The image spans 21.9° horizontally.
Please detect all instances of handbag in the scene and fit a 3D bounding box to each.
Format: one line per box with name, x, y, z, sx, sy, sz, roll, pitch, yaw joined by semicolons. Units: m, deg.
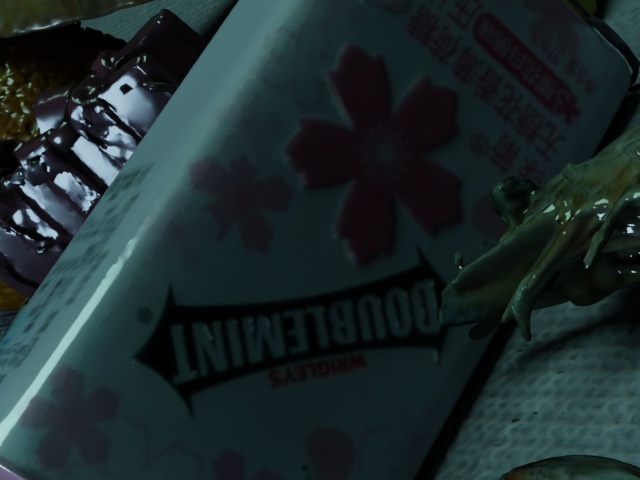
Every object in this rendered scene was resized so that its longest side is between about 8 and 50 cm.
handbag;-0.077;-0.007;0.925;0.203;0.216;0.074;-36;21;39

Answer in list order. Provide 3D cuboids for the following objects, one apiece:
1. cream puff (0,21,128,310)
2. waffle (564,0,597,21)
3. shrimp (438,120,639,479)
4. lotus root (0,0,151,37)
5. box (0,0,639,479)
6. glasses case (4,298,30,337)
cream puff;-0.297;-0.082;1.547;0.303;0.212;0.303;-40;26;25
waffle;0.097;-0.166;1.051;0.253;0.056;0.249;-39;27;20
shrimp;0.150;0.023;0.598;0.360;0.085;0.247;-11;49;55
lotus root;-0.189;-0.277;1.551;0.390;0.111;0.375;-25;19;-30
box;0.000;0.000;0.785;0.112;0.190;0.370;-11;44;60
glasses case;-0.128;-0.009;1.228;0.355;0.085;0.137;-56;19;-19
